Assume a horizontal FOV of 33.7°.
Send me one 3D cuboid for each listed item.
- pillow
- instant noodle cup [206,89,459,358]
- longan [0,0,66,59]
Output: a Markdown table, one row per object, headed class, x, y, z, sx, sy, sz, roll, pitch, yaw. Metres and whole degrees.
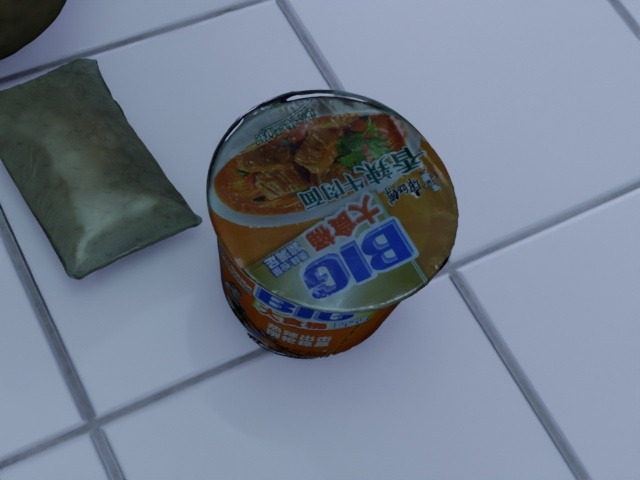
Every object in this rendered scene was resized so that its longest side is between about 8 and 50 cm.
| class | x | y | z | sx | sy | sz | roll | pitch | yaw |
| --- | --- | --- | --- | --- | --- | --- | --- | --- | --- |
| pillow | -0.304 | -0.103 | 1.347 | 0.184 | 0.075 | 0.302 | -27 | 70 | -24 |
| instant noodle cup | 0.000 | 0.000 | 1.262 | 0.296 | 0.214 | 0.297 | 4 | 60 | -7 |
| longan | -0.445 | -0.395 | 1.357 | 0.288 | 0.288 | 0.350 | 18 | 87 | 0 |
